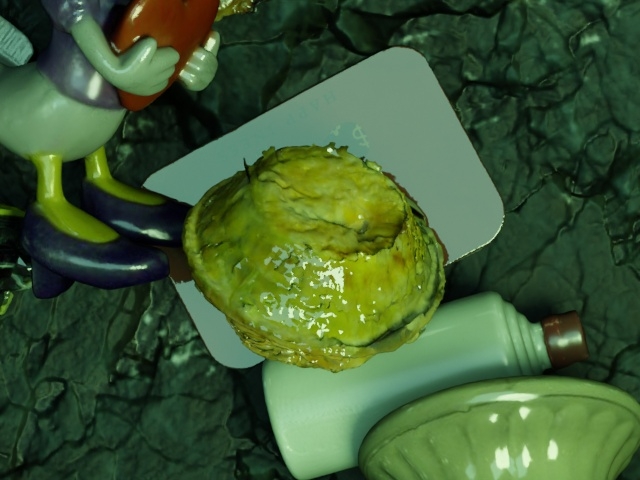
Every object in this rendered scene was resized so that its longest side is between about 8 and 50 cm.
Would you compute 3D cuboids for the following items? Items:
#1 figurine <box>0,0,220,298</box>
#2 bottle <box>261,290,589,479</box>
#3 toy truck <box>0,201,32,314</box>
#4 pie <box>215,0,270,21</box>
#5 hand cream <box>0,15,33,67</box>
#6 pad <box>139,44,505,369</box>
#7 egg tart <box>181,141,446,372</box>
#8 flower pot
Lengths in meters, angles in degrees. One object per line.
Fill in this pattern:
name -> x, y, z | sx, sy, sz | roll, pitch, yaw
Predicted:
figurine -> -0.176, -0.168, 1.262 | 0.193, 0.154, 0.421 | 12, 108, 22
bottle -> 0.084, 0.104, 1.289 | 0.245, 0.104, 0.104 | -16, 88, 6
toy truck -> -0.339, 0.078, 1.328 | 0.157, 0.124, 0.272 | 25, 96, 16
pie -> -0.132, -0.190, 1.347 | 0.191, 0.033, 0.088 | -26, 92, 8
hand cream -> -0.381, -0.083, 1.350 | 0.140, 0.089, 0.314 | 41, 90, 4
pad -> -0.002, -0.025, 1.348 | 0.267, 0.004, 0.181 | -28, 87, 6
egg tart -> 0.001, 0.000, 1.248 | 0.212, 0.212, 0.090 | 26, 134, 6
flower pot -> 0.148, 0.241, 1.183 | 0.307, 0.307, 0.244 | -12, 61, 6
